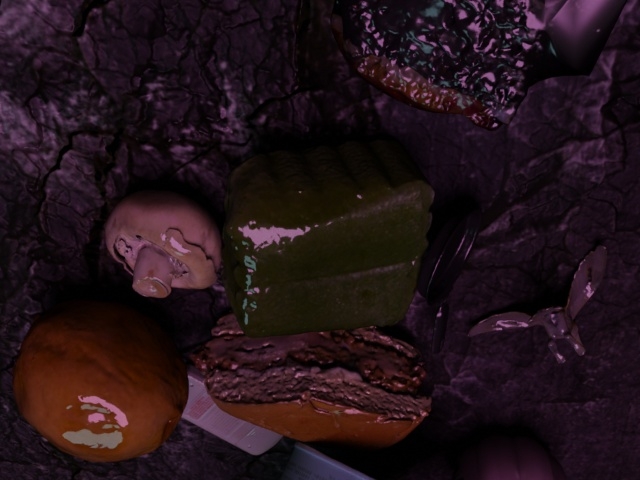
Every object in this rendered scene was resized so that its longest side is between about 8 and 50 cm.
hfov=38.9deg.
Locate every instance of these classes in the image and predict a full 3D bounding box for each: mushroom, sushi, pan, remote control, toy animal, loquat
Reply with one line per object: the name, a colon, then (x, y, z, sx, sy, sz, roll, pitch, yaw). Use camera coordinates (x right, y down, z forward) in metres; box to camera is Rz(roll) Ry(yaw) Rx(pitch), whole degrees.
mushroom: (-0.196, 0.009, 1.120, 0.154, 0.122, 0.154, 14, 149, 9)
sushi: (0.132, -0.228, 0.882, 0.227, 0.215, 0.212, 13, 125, -8)
pan: (0.156, 0.056, 1.149, 0.028, 0.136, 0.235, 26, 133, 24)
remote control: (-0.142, 0.255, 1.348, 0.190, 0.029, 0.087, 33, 120, -19)
toy animal: (0.314, 0.121, 1.200, 0.219, 0.095, 0.155, -29, 115, 22)
loquat: (-0.282, 0.180, 1.186, 0.238, 0.238, 0.193, 16, 108, -9)

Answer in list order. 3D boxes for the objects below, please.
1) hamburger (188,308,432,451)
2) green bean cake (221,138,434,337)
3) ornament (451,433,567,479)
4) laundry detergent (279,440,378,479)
hamburger: (-0.002, 0.193, 1.230, 0.282, 0.155, 0.245, -15, 134, 23)
green bean cake: (0.000, 0.000, 1.078, 0.248, 0.125, 0.222, -7, 129, -18)
ornament: (0.279, 0.382, 1.344, 0.178, 0.177, 0.177, 1, 125, 1)
laundry detergent: (0.027, 0.474, 1.231, 0.287, 0.305, 0.287, 24, 167, 6)
